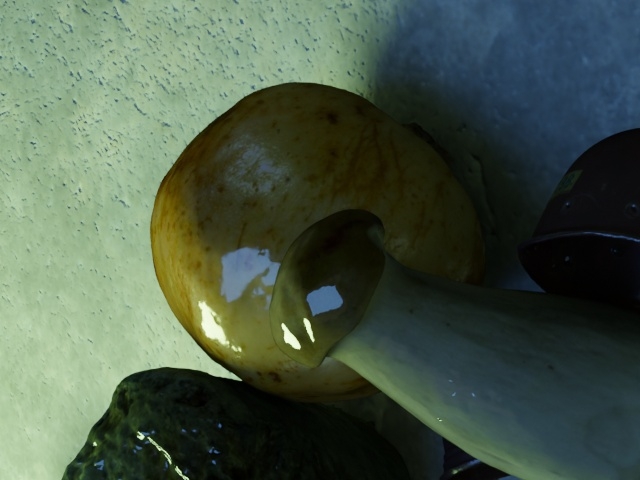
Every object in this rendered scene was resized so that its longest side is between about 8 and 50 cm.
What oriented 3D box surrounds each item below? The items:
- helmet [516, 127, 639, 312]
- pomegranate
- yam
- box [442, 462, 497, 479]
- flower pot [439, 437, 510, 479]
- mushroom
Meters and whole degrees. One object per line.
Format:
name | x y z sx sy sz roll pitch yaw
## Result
helmet | 0.210 -0.012 1.069 0.155 0.106 0.175 18 161 4
pomegranate | 0.000 0.000 1.207 0.248 0.248 0.248 18 117 40
yam | -0.060 0.200 1.280 0.195 0.300 0.195 -6 77 26
box | 0.119 0.157 1.293 0.046 0.012 0.083 27 122 34
flower pot | 0.127 0.119 1.217 0.111 0.111 0.089 -35 65 46
mushroom | 0.135 0.083 1.062 0.350 0.128 0.128 22 131 -10
